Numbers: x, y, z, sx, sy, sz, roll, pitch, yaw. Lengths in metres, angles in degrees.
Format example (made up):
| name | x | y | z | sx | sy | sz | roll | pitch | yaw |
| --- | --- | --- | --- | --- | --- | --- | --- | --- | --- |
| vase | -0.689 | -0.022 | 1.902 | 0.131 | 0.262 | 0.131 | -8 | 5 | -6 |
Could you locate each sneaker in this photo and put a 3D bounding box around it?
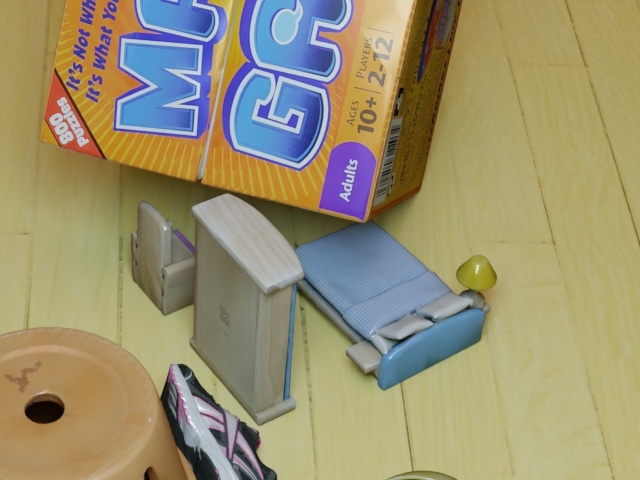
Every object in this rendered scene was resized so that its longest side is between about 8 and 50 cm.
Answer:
| name | x | y | z | sx | sy | sz | roll | pitch | yaw |
| --- | --- | --- | --- | --- | --- | --- | --- | --- | --- |
| sneaker | -0.101 | 0.197 | 1.735 | 0.077 | 0.072 | 0.178 | -6 | 50 | -30 |

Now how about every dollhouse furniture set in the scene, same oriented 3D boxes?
| name | x | y | z | sx | sy | sz | roll | pitch | yaw |
| --- | --- | --- | --- | --- | --- | --- | --- | --- | --- |
| dollhouse furniture set | 0.000 | 0.000 | 1.855 | 0.303 | 0.198 | 0.286 | -22 | 49 | -28 |

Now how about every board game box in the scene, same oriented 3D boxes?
| name | x | y | z | sx | sy | sz | roll | pitch | yaw |
| --- | --- | --- | --- | --- | --- | --- | --- | --- | --- |
| board game box | -0.049 | -0.247 | 1.908 | 0.356 | 0.357 | 0.356 | 14 | 9 | 11 |

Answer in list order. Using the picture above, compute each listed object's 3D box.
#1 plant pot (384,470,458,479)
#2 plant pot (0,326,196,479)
| name | x | y | z | sx | sy | sz | roll | pitch | yaw |
| --- | --- | --- | --- | --- | --- | --- | --- | --- | --- |
| plant pot | 0.101 | 0.270 | 1.633 | 0.134 | 0.134 | 0.095 | 17 | 15 | 13 |
| plant pot | -0.247 | 0.218 | 1.584 | 0.290 | 0.203 | 0.291 | 3 | 43 | -3 |
